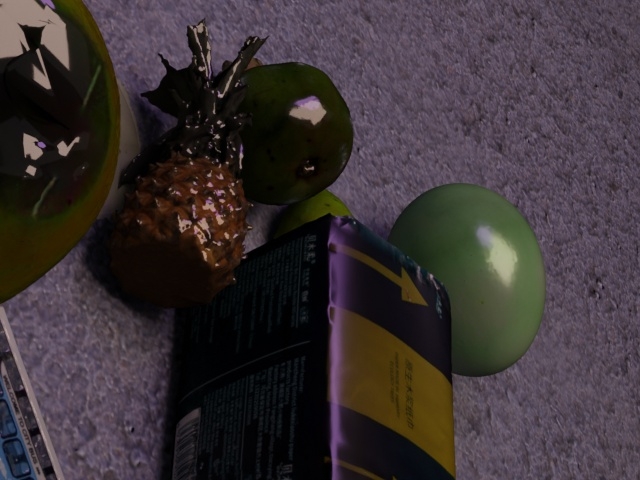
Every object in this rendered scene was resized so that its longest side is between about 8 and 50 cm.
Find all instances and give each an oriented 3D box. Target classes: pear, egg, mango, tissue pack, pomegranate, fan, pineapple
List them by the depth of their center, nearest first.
[{"bbox_3d":[-0.314,-0.116,1.590,0.399,0.165,0.399,-3,95,-44],"label":"pear"},{"bbox_3d":[-0.008,0.213,1.914,0.253,0.264,0.416,35,41,-37],"label":"tissue pack"},{"bbox_3d":[-0.297,-0.219,1.988,0.233,0.012,0.414,0,71,-61],"label":"fan"},{"bbox_3d":[-0.145,-0.091,1.998,0.165,0.165,0.364,45,36,-34],"label":"pineapple"},{"bbox_3d":[-0.061,-0.153,2.197,0.187,0.187,0.225,29,22,-48],"label":"pomegranate"},{"bbox_3d":[0.001,0.000,2.248,0.119,0.100,0.178,42,30,-33],"label":"mango"},{"bbox_3d":[0.200,0.054,2.413,0.220,0.220,0.269,5,72,-58],"label":"egg"}]

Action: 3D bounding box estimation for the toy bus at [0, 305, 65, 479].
[{"bbox_3d":[-0.308,0.208,1.581,0.131,0.106,0.297,-8,75,-64],"label":"toy bus"}]
